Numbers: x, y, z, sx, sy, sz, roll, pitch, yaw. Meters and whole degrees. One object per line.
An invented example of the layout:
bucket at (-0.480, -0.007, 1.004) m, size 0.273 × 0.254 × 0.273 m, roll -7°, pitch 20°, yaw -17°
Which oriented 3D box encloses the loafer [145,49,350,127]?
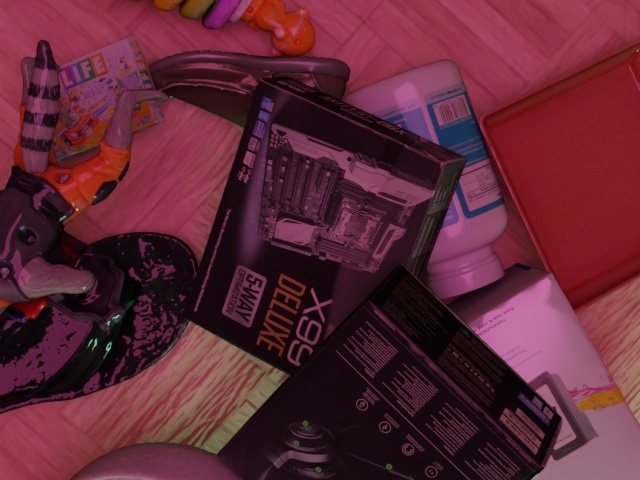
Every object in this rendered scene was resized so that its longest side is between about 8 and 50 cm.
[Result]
loafer at (-0.089, -0.174, 1.689) m, size 0.251 × 0.094 × 0.087 m, roll 1°, pitch 88°, yaw -3°

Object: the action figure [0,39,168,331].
action figure at (-0.357, -0.054, 1.592) m, size 0.341 × 0.178 × 0.330 m, roll 20°, pitch 84°, yaw 22°

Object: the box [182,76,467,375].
box at (0.000, 0.000, 1.628) m, size 0.242 × 0.076 × 0.307 m, roll 27°, pitch 109°, yaw 21°

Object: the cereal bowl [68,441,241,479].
cereal bowl at (-0.153, 0.368, 1.652) m, size 0.339 × 0.141 × 0.339 m, roll 10°, pitch 120°, yaw 17°

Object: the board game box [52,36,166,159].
board game box at (-0.264, -0.165, 1.677) m, size 0.154 × 0.026 × 0.103 m, roll -18°, pitch 93°, yaw 28°

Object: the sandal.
sandal at (-0.344, 0.129, 1.682) m, size 0.445 × 0.107 × 0.168 m, roll -25°, pitch 94°, yaw -2°

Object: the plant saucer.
plant saucer at (0.336, -0.078, 1.713) m, size 0.259 × 0.047 × 0.258 m, roll -26°, pitch 94°, yaw -18°

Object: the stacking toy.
stacking toy at (-0.131, -0.310, 1.665) m, size 0.302 × 0.166 × 0.175 m, roll 31°, pitch 106°, yaw -15°

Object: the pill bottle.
pill bottle at (0.132, -0.069, 1.680) m, size 0.146 × 0.146 × 0.264 m, roll -19°, pitch 93°, yaw -2°

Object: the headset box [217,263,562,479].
headset box at (0.068, 0.217, 1.525) m, size 0.246 × 0.131 × 0.283 m, roll 43°, pitch 114°, yaw 3°

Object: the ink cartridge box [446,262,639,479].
ink cartridge box at (0.235, 0.194, 1.672) m, size 0.197 × 0.198 × 0.270 m, roll -31°, pitch 95°, yaw -2°
